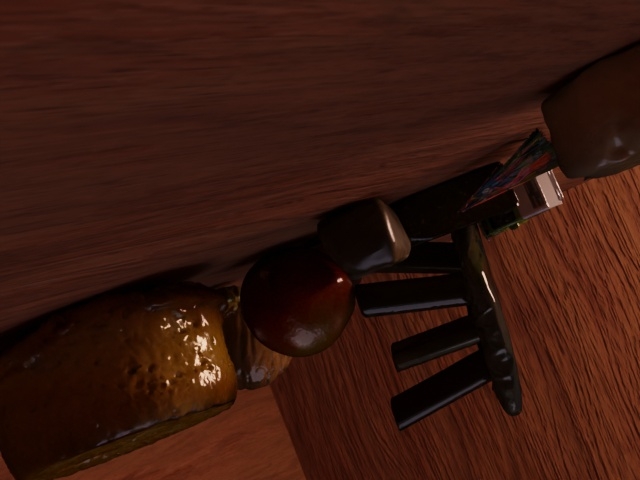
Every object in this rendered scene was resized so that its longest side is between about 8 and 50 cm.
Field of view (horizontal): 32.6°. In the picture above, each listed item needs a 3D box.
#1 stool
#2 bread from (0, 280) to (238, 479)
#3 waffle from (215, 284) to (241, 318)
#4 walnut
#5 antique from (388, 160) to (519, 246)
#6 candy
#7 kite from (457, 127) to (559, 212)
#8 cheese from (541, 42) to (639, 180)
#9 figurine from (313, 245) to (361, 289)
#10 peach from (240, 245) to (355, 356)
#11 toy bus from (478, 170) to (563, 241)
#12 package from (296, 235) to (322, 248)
[{"bbox_3d":[0.207,0.141,1.895,0.226,0.310,0.310,-16,-162,10],"label":"stool"},{"bbox_3d":[-0.304,0.200,1.584,0.398,0.215,0.398,-21,170,-4],"label":"bread"},{"bbox_3d":[-0.264,0.145,2.031,0.229,0.057,0.219,-26,173,35],"label":"waffle"},{"bbox_3d":[-0.153,0.204,2.299,0.213,0.213,0.213,-22,175,-2],"label":"walnut"},{"bbox_3d":[0.205,-0.050,1.798,0.221,0.081,0.080,-22,174,-3],"label":"antique"},{"bbox_3d":[0.069,-0.001,1.636,0.104,0.102,0.234,-23,177,9],"label":"candy"},{"bbox_3d":[0.309,-0.106,1.681,0.234,0.016,0.321,-38,163,13],"label":"kite"},{"bbox_3d":[0.401,-0.165,1.245,0.326,0.115,0.318,-19,174,-13],"label":"cheese"},{"bbox_3d":[0.019,0.052,1.952,0.157,0.114,0.126,100,14,-75],"label":"figurine"},{"bbox_3d":[-0.044,0.094,1.783,0.197,0.197,0.197,-22,175,-2],"label":"peach"},{"bbox_3d":[0.369,-0.084,2.015,0.139,0.113,0.302,-24,177,24],"label":"toy bus"},{"bbox_3d":[0.000,0.000,1.835,0.110,0.015,0.037,-22,176,21],"label":"package"}]
